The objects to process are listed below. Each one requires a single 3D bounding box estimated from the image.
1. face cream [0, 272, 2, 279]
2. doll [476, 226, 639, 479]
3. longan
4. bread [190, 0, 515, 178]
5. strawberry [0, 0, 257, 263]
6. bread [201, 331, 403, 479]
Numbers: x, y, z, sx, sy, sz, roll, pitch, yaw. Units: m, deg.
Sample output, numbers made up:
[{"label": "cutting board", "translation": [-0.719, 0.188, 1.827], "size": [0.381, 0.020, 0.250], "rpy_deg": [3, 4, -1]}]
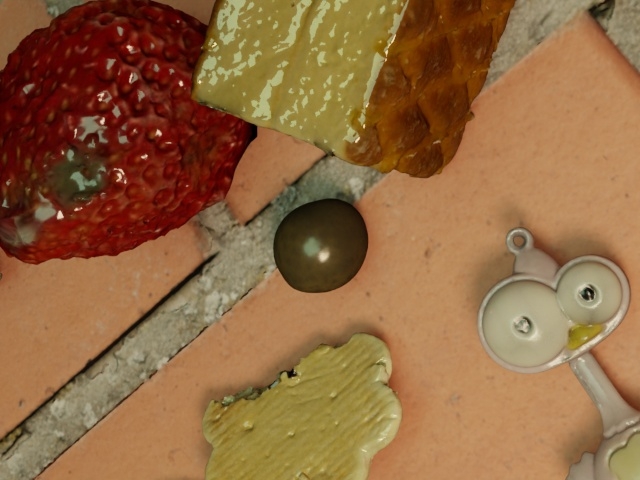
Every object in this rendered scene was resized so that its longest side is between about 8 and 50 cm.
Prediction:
[{"label": "face cream", "translation": [-0.497, 0.006, 1.518], "size": [0.177, 0.177, 0.153], "rpy_deg": [-24, 81, 23]}, {"label": "doll", "translation": [0.274, 0.147, 1.202], "size": [0.160, 0.094, 0.365], "rpy_deg": [-33, 77, 18]}, {"label": "longan", "translation": [0.000, 0.000, 1.336], "size": [0.106, 0.106, 0.119], "rpy_deg": [-33, 34, 21]}, {"label": "bread", "translation": [0.050, -0.220, 1.217], "size": [0.207, 0.279, 0.279], "rpy_deg": [24, 96, 25]}, {"label": "strawberry", "translation": [-0.237, -0.121, 1.332], "size": [0.291, 0.310, 0.292], "rpy_deg": [1, 93, 29]}, {"label": "bread", "translation": [-0.019, 0.212, 1.333], "size": [0.250, 0.039, 0.182], "rpy_deg": [-27, 56, 22]}]
